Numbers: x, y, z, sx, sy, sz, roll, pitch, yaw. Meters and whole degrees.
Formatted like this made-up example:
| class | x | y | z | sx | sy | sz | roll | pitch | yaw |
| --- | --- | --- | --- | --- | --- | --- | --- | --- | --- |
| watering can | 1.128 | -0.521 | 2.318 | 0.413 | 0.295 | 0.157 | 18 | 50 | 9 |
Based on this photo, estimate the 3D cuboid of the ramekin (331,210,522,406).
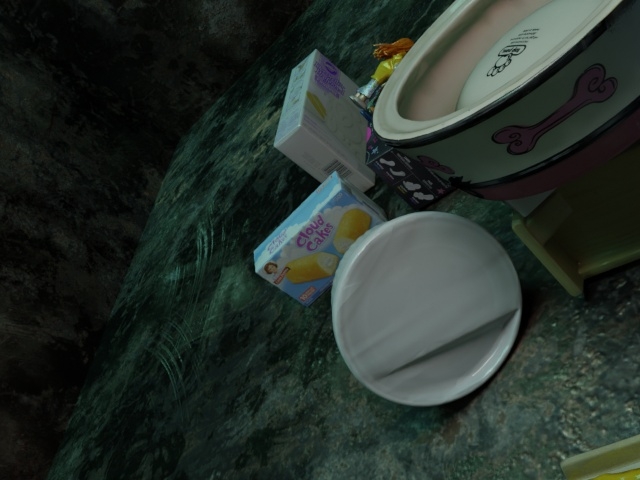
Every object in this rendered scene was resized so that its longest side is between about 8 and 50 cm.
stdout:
| class | x | y | z | sx | sy | sz | roll | pitch | yaw |
| --- | --- | --- | --- | --- | --- | --- | --- | --- | --- |
| ramekin | 0.138 | 0.089 | 0.905 | 0.273 | 0.273 | 0.127 | -54 | 14 | 0 |

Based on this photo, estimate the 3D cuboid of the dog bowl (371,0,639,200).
| class | x | y | z | sx | sy | sz | roll | pitch | yaw |
| --- | --- | --- | --- | --- | --- | --- | --- | --- | --- |
| dog bowl | 0.262 | -0.218 | 0.754 | 0.408 | 0.150 | 0.408 | -39 | 23 | 20 |

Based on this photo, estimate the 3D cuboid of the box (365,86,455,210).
| class | x | y | z | sx | sy | sz | roll | pitch | yaw |
| --- | --- | --- | --- | --- | --- | --- | --- | --- | --- |
| box | 0.198 | -0.215 | 1.263 | 0.142 | 0.163 | 0.247 | -30 | 35 | 33 |

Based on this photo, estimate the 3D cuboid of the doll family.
| class | x | y | z | sx | sy | sz | roll | pitch | yaw |
| --- | --- | --- | --- | --- | --- | --- | --- | --- | --- |
| doll family | 0.146 | -0.290 | 1.128 | 0.163 | 0.118 | 0.263 | -47 | 30 | 4 |

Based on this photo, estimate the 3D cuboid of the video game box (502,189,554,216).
| class | x | y | z | sx | sy | sz | roll | pitch | yaw |
| --- | --- | --- | --- | --- | --- | --- | --- | --- | --- |
| video game box | 0.292 | -0.141 | 0.832 | 0.205 | 0.048 | 0.187 | -45 | 18 | 7 |

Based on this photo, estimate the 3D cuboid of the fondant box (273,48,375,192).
| class | x | y | z | sx | sy | sz | roll | pitch | yaw |
| --- | --- | --- | --- | --- | --- | --- | --- | --- | --- |
| fondant box | 0.027 | -0.284 | 1.539 | 0.096 | 0.238 | 0.330 | -35 | 32 | 34 |

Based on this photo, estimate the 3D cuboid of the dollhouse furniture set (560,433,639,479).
| class | x | y | z | sx | sy | sz | roll | pitch | yaw |
| --- | --- | --- | --- | --- | --- | --- | --- | --- | --- |
| dollhouse furniture set | 0.323 | 0.230 | 0.539 | 0.301 | 0.151 | 0.197 | -36 | 32 | 33 |

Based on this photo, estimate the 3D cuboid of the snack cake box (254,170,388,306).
| class | x | y | z | sx | sy | sz | roll | pitch | yaw |
| --- | --- | --- | --- | --- | --- | --- | --- | --- | --- |
| snack cake box | 0.000 | 0.000 | 1.342 | 0.264 | 0.152 | 0.089 | -44 | 28 | 20 |

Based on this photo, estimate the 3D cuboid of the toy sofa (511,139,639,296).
| class | x | y | z | sx | sy | sz | roll | pitch | yaw |
| --- | --- | --- | --- | --- | --- | --- | --- | --- | --- |
| toy sofa | 0.424 | -0.090 | 0.757 | 0.363 | 0.150 | 0.177 | -30 | 26 | 40 |
